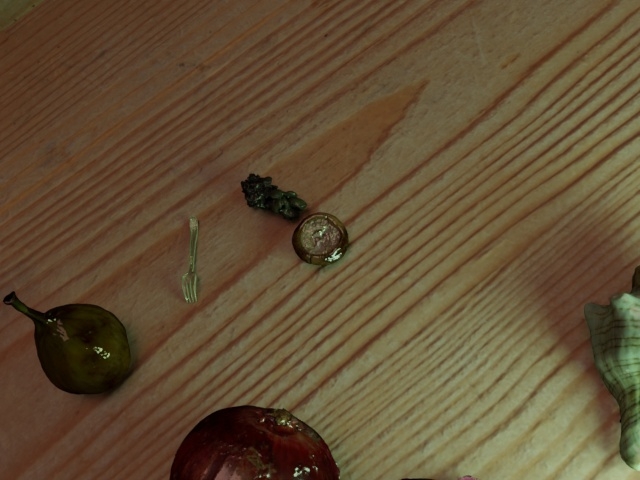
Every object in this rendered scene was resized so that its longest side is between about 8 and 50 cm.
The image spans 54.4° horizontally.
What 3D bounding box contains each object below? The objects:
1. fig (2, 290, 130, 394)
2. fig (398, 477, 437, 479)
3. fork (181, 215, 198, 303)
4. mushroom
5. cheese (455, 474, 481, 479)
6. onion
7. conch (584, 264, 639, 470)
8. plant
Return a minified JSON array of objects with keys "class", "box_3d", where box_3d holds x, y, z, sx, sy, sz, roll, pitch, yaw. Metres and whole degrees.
[{"class":"fig","box_3d":[-0.497,0.179,1.259,0.190,0.290,0.191,-5,37,3]},{"class":"fig","box_3d":[0.118,0.424,0.885,0.216,0.321,0.217,1,86,-8]},{"class":"fork","box_3d":[-0.289,0.036,1.401,0.034,0.028,0.220,-15,57,17]},{"class":"mushroom","box_3d":[0.000,0.000,1.297,0.123,0.052,0.123,-6,64,12]},{"class":"cheese","box_3d":[0.252,0.413,0.965,0.145,0.038,0.095,-7,60,10]},{"class":"onion","box_3d":[-0.099,0.378,0.979,0.276,0.276,0.276,-10,58,16]},{"class":"conch","box_3d":[0.506,0.139,0.956,0.203,0.169,0.386,10,60,54]},{"class":"plant","box_3d":[-0.109,-0.094,1.381,0.174,0.087,0.085,26,108,28]}]
